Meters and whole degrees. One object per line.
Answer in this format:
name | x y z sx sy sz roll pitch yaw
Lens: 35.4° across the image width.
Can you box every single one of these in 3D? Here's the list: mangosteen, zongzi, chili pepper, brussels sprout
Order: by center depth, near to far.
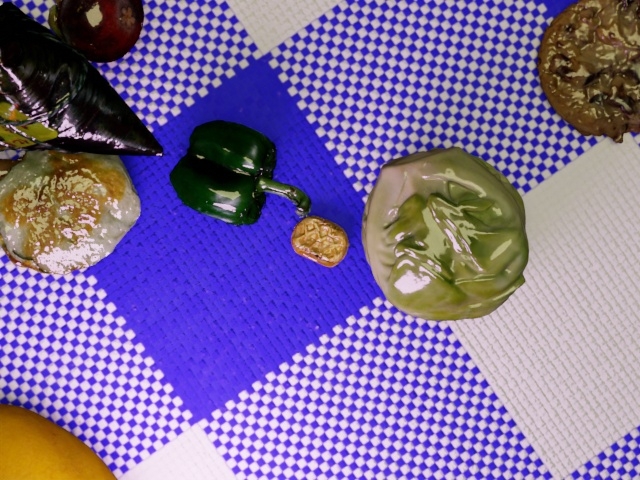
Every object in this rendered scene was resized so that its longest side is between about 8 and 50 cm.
zongzi | -0.463 -0.239 1.740 0.362 0.383 0.319 32 77 -36
brussels sprout | 0.231 -0.009 1.807 0.328 0.247 0.328 0 94 -6
mangosteen | -0.412 -0.405 1.811 0.180 0.166 0.166 3 92 21
chili pepper | -0.137 -0.103 1.824 0.261 0.165 0.174 22 72 0

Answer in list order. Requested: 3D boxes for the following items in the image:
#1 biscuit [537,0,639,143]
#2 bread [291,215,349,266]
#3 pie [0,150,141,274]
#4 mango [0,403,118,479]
biscuit | 0.579 -0.346 1.893 0.334 0.081 0.289 -39 92 0
bread | 0.000 0.000 1.892 0.110 0.044 0.083 25 89 -1
pie | -0.478 -0.068 1.836 0.274 0.105 0.257 -24 93 -5
mango | -0.531 0.473 1.794 0.445 0.232 0.300 38 94 6
